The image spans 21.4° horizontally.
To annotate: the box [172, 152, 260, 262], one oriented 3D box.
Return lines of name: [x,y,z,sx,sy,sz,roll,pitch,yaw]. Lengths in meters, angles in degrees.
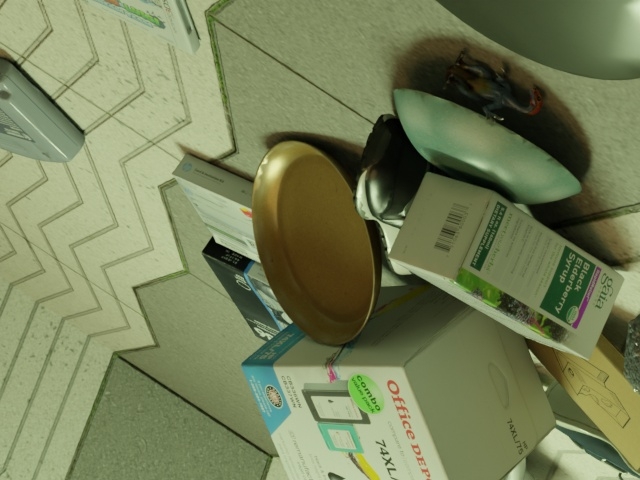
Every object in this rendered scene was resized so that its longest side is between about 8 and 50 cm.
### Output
box: [-0.099,-0.028,2.192,0.145,0.038,0.186,24,162,27]

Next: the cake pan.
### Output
cake pan: [0.151,-0.212,1.193,0.293,0.054,0.293,30,164,10]

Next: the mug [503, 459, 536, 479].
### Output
mug: [0.158,0.352,2.446,0.328,0.276,0.374,23,137,2]

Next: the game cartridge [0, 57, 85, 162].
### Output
game cartridge: [-0.463,-0.192,2.379,0.294,0.060,0.196,17,153,44]

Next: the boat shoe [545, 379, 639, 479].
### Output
boat shoe: [0.367,0.236,1.976,0.254,0.095,0.079,18,156,45]

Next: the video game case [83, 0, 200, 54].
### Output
video game case: [-0.205,-0.264,1.758,0.157,0.019,0.143,28,162,19]

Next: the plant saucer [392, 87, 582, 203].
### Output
plant saucer: [0.144,-0.075,1.550,0.195,0.037,0.195,29,175,3]

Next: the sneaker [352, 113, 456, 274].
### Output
sneaker: [0.122,-0.038,1.693,0.124,0.107,0.283,15,164,20]

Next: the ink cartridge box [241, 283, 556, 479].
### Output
ink cartridge box: [0.091,0.179,1.970,0.270,0.197,0.198,-5,113,47]

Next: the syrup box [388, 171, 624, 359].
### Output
syrup box: [0.183,0.027,1.635,0.237,0.093,0.096,29,173,-42]

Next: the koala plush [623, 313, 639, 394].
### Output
koala plush: [0.361,0.030,1.340,0.196,0.203,0.221,34,147,44]

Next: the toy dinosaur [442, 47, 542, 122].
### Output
toy dinosaur: [0.153,-0.134,1.470,0.082,0.047,0.090,26,-163,-4]

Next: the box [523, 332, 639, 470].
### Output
box: [0.303,0.151,1.859,0.201,0.021,0.164,48,162,15]

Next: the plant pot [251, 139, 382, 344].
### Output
plant pot: [0.000,0.000,1.904,0.236,0.032,0.236,31,129,48]

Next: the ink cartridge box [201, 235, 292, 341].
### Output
ink cartridge box: [-0.042,0.101,2.410,0.165,0.065,0.333,23,162,28]
